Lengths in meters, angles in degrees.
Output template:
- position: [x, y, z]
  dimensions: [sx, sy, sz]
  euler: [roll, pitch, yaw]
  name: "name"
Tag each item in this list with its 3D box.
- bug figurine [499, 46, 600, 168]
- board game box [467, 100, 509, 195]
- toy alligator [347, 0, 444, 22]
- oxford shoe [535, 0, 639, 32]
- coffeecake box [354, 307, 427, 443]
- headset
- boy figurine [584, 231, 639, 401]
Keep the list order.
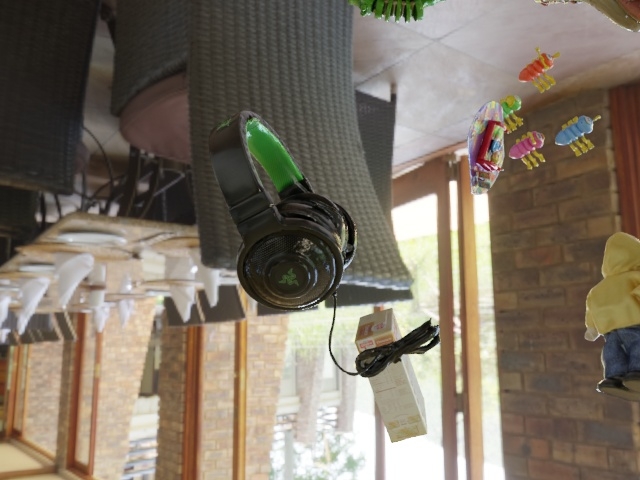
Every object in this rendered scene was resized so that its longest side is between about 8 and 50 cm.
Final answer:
- position: [0.514, -0.303, 1.391]
  dimensions: [0.072, 0.279, 0.216]
  euler: [4, 146, -43]
  name: "bug figurine"
- position: [0.310, -0.162, 1.046]
  dimensions: [0.033, 0.169, 0.133]
  euler: [17, -137, 38]
  name: "board game box"
- position: [0.078, -0.327, 0.807]
  dimensions: [0.189, 0.051, 0.056]
  euler: [6, 165, 3]
  name: "toy alligator"
- position: [0.430, -0.442, 0.987]
  dimensions: [0.123, 0.348, 0.130]
  euler: [-10, 146, -23]
  name: "oxford shoe"
- position: [0.123, 0.228, 1.020]
  dimensions: [0.068, 0.186, 0.142]
  euler: [-18, -174, 10]
  name: "coffeecake box"
- position: [0.000, 0.000, 0.784]
  dimensions: [0.185, 0.394, 0.243]
  euler: [-26, -175, 14]
  name: "headset"
- position: [0.516, 0.122, 0.998]
  dimensions: [0.092, 0.285, 0.177]
  euler: [20, 149, -10]
  name: "boy figurine"
